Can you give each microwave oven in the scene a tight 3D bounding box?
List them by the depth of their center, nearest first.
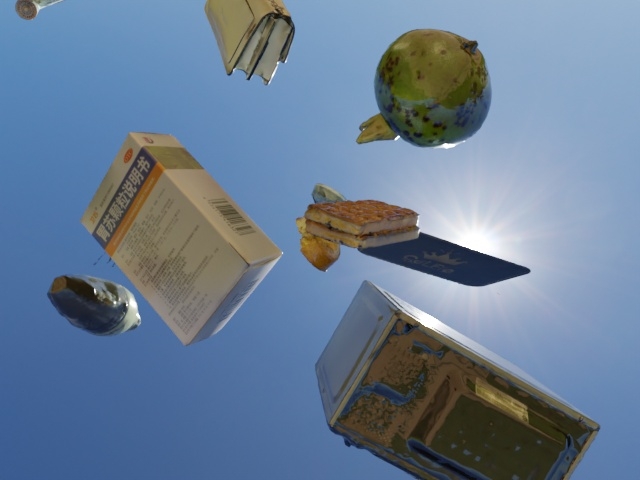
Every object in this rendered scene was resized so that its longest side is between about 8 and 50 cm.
[{"bbox_3d":[0.187,0.257,0.771,0.354,0.219,0.286,30,-177,-8],"label":"microwave oven"}]

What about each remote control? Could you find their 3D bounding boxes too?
[{"bbox_3d":[0.039,-0.094,1.376,0.104,0.247,0.052,26,-100,22],"label":"remote control"}]

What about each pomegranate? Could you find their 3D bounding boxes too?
[{"bbox_3d":[0.176,-0.249,0.833,0.210,0.263,0.211,20,-128,-28],"label":"pomegranate"}]

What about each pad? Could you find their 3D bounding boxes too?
[{"bbox_3d":[0.277,0.082,1.176,0.375,0.315,0.063,17,-109,-12],"label":"pad"}]

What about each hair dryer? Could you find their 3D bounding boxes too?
[{"bbox_3d":[-0.574,-0.543,1.042,0.183,0.044,0.155,-28,-139,-11],"label":"hair dryer"}]

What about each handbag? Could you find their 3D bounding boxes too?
[{"bbox_3d":[-0.211,-0.683,1.437,0.160,0.237,0.359,1,-126,-35],"label":"handbag"}]

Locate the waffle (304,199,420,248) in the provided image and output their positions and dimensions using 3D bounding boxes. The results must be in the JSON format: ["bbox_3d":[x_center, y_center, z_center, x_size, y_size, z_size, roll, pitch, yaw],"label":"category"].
[{"bbox_3d":[0.060,-0.025,0.653,0.102,0.043,0.148,20,-160,39],"label":"waffle"}]

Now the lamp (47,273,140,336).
[{"bbox_3d":[-0.380,0.111,0.811,0.101,0.250,0.101,-3,-113,6],"label":"lamp"}]

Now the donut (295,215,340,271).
[{"bbox_3d":[0.000,0.000,0.835,0.043,0.097,0.108,-28,-122,25],"label":"donut"}]

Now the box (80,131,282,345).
[{"bbox_3d":[-0.236,-0.006,0.789,0.299,0.200,0.106,46,-156,13],"label":"box"}]

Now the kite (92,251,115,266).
[{"bbox_3d":[-0.449,-0.039,1.184,0.152,0.015,0.285,5,-129,45],"label":"kite"}]
